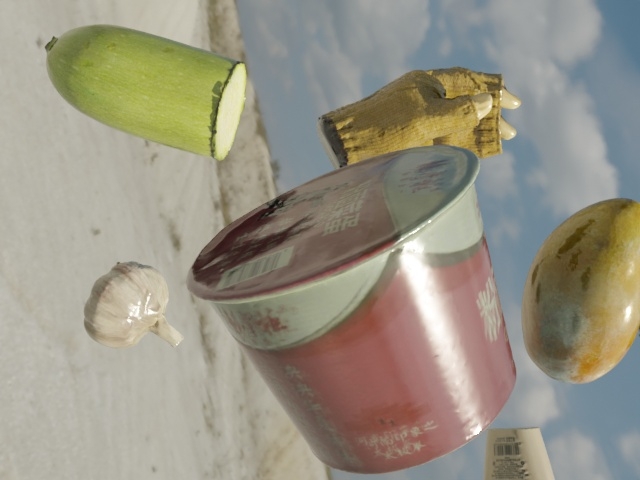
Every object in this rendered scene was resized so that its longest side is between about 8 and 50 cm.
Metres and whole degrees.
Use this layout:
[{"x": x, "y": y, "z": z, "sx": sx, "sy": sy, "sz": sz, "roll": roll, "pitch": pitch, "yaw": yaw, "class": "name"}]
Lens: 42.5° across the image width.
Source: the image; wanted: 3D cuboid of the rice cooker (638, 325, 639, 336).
[{"x": 0.861, "y": 0.184, "z": 1.776, "sx": 0.264, "sy": 0.316, "sz": 0.317, "roll": 16, "pitch": 47, "yaw": -58, "class": "rice cooker"}]

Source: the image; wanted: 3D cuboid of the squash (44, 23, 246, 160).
[{"x": -0.225, "y": -0.193, "z": 1.028, "sx": 0.132, "sy": 0.247, "sz": 0.132, "roll": 17, "pitch": 90, "yaw": -87, "class": "squash"}]

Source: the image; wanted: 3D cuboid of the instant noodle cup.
[{"x": 0.038, "y": 0.052, "z": 0.638, "sx": 0.178, "sy": 0.234, "sz": 0.235, "roll": 65, "pitch": -5, "yaw": -19, "class": "instant noodle cup"}]

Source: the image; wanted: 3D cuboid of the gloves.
[{"x": 0.171, "y": -0.211, "z": 1.413, "sx": 0.203, "sy": 0.356, "sz": 0.155, "roll": 98, "pitch": -14, "yaw": -80, "class": "gloves"}]

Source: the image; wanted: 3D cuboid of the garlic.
[{"x": -0.394, "y": 0.163, "z": 1.804, "sx": 0.212, "sy": 0.218, "sz": 0.218, "roll": 32, "pitch": -18, "yaw": 13, "class": "garlic"}]

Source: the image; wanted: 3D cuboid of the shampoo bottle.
[{"x": 0.301, "y": 0.410, "z": 1.226, "sx": 0.078, "sy": 0.127, "sz": 0.257, "roll": 19, "pitch": 66, "yaw": -59, "class": "shampoo bottle"}]

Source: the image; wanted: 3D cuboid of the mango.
[{"x": 0.495, "y": 0.098, "z": 1.534, "sx": 0.221, "sy": 0.199, "sz": 0.384, "roll": 38, "pitch": -57, "yaw": 41, "class": "mango"}]
